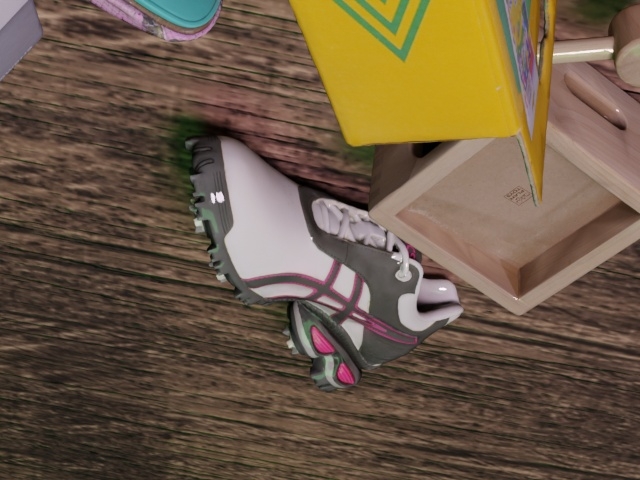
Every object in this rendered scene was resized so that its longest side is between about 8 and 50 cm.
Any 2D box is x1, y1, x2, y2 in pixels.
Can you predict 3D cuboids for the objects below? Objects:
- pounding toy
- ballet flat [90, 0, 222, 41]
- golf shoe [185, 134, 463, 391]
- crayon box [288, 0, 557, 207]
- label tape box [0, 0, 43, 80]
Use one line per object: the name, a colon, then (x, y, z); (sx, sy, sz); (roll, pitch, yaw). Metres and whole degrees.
pounding toy: (0.122, -0.079, 0.858); (0.181, 0.094, 0.206); (33, 131, -23)
ballet flat: (-0.150, -0.176, 0.800); (0.221, 0.077, 0.079); (34, 159, -33)
golf shoe: (0.000, 0.000, 1.014); (0.120, 0.105, 0.273); (-21, 144, 15)
crayon box: (0.034, -0.184, 0.611); (0.083, 0.203, 0.323); (-2, 145, 18)
label tape box: (-0.238, -0.168, 0.589); (0.240, 0.106, 0.334); (43, 171, -1)
